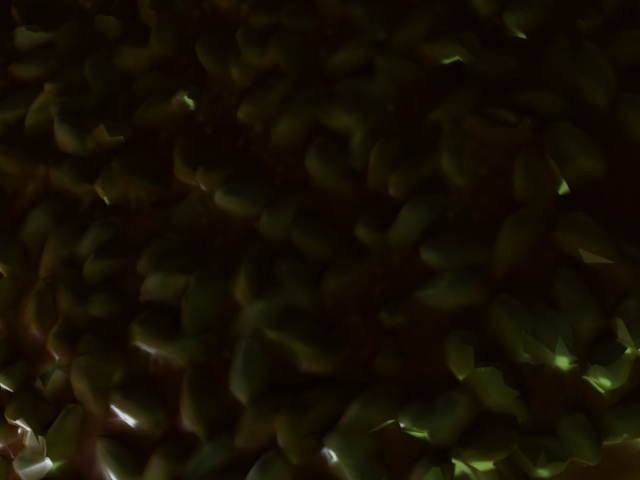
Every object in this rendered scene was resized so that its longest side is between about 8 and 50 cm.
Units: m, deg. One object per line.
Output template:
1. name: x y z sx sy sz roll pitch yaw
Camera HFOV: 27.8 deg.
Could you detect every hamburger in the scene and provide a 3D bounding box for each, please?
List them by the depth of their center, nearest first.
1. hamburger: 0.007 -0.003 0.444 0.330 0.329 0.250 4 165 15
